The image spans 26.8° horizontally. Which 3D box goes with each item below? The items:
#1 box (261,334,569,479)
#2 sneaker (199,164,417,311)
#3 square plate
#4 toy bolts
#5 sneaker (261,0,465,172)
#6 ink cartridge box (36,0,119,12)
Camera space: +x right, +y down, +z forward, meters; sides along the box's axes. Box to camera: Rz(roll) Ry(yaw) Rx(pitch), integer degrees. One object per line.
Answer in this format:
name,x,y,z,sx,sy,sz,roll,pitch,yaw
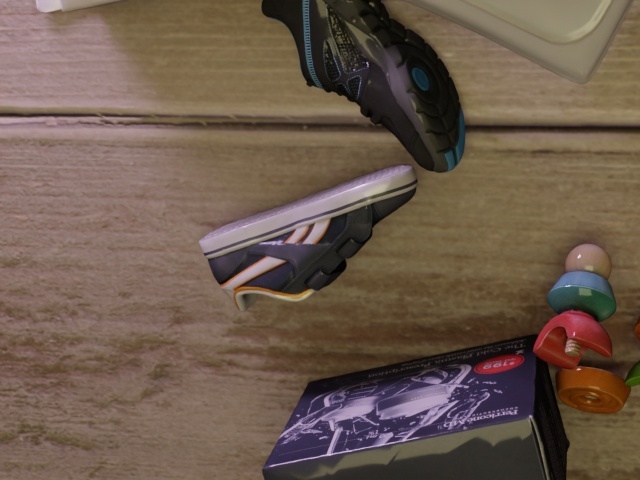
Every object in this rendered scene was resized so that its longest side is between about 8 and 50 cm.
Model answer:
box,0.137,0.281,1.744,0.343,0.312,0.178,-14,102,13
sneaker,0.000,0.000,1.792,0.321,0.126,0.127,-20,97,25
square plate,0.266,-0.400,1.627,0.344,0.049,0.347,24,112,-11
toy bolts,0.376,0.111,1.759,0.228,0.158,0.218,30,151,-26
sneaker,0.061,-0.224,1.737,0.140,0.125,0.340,-33,92,33
ink cartridge box,-0.245,-0.416,1.722,0.354,0.119,0.207,-11,103,13
